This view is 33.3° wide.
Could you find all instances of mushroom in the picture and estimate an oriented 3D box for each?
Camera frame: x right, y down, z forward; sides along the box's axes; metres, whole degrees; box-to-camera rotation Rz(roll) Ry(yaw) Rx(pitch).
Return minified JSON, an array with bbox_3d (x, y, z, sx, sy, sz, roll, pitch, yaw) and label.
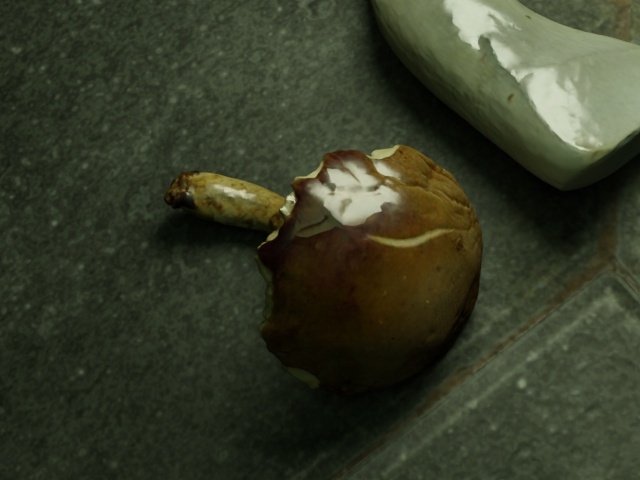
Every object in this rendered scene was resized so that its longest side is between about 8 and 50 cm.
[{"bbox_3d":[0.015,-0.019,1.010,0.233,0.208,0.301,-6,49,-33],"label":"mushroom"},{"bbox_3d":[0.160,-0.211,1.061,0.177,0.126,0.397,-41,66,-15],"label":"mushroom"}]
